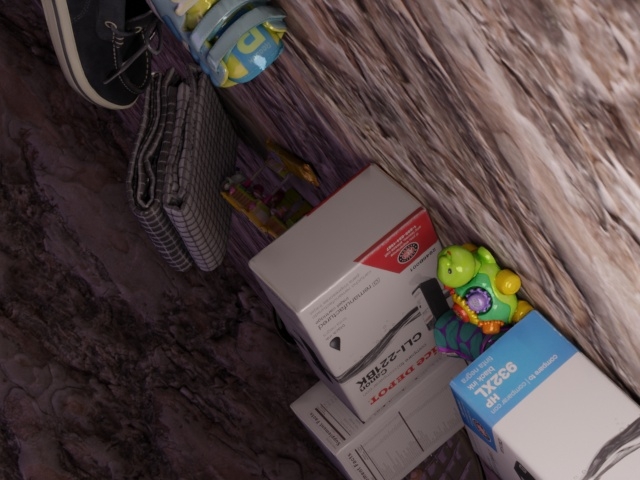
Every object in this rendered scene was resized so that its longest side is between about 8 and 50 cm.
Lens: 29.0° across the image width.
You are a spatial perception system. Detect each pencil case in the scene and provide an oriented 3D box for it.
[{"bbox_3d":[0.191,0.122,1.469,0.064,0.070,0.151,40,173,-16],"label":"pencil case"}]

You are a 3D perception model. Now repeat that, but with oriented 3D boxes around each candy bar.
[{"bbox_3d":[-0.045,-0.118,1.861,0.040,0.018,0.161,61,168,-30],"label":"candy bar"}]

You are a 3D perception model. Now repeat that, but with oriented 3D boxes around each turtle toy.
[{"bbox_3d":[0.167,0.049,1.318,0.095,0.066,0.130,40,165,52],"label":"turtle toy"}]

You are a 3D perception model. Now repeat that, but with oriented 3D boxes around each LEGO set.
[{"bbox_3d":[-0.046,-0.044,1.933,0.287,0.107,0.132,40,175,34],"label":"LEGO set"}]

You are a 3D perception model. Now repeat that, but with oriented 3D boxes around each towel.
[{"bbox_3d":[-0.227,-0.117,2.015,0.235,0.121,0.284,66,-157,-61],"label":"towel"}]

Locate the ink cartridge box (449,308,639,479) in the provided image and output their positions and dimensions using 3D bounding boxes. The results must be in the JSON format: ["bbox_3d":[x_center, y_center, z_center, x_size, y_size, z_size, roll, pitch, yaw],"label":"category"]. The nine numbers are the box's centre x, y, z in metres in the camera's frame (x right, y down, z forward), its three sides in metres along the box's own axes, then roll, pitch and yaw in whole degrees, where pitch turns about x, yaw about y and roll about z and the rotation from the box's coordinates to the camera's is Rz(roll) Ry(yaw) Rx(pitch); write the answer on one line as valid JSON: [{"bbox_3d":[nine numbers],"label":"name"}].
[{"bbox_3d":[0.293,0.252,1.294,0.307,0.129,0.223,46,169,30],"label":"ink cartridge box"}]

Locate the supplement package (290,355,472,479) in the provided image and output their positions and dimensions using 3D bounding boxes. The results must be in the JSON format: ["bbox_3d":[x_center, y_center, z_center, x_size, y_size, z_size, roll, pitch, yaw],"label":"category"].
[{"bbox_3d":[0.105,0.231,1.773,0.134,0.244,0.139,41,165,50],"label":"supplement package"}]

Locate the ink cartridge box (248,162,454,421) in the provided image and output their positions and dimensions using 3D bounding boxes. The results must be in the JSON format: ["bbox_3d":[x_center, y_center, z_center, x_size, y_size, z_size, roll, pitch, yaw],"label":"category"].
[{"bbox_3d":[0.058,0.071,1.522,0.114,0.197,0.273,44,169,38],"label":"ink cartridge box"}]

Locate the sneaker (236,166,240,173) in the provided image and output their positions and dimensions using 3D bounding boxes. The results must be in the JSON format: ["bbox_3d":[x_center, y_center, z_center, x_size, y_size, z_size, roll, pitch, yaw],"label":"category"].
[{"bbox_3d":[-0.194,-0.177,2.284,0.053,0.059,0.144,-55,-54,-67],"label":"sneaker"}]

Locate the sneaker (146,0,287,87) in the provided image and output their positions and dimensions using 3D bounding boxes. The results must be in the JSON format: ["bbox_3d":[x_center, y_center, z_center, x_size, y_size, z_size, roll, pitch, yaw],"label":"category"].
[{"bbox_3d":[-0.131,-0.283,1.317,0.208,0.127,0.319,49,-179,26],"label":"sneaker"}]

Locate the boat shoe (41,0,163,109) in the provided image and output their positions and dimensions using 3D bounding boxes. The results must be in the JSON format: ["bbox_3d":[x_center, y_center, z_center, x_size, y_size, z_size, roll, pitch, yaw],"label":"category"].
[{"bbox_3d":[-0.253,-0.318,1.544,0.500,0.156,0.187,90,-179,-64],"label":"boat shoe"}]

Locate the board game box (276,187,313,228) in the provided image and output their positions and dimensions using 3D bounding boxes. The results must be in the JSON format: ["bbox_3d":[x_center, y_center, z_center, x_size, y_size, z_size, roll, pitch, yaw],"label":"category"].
[{"bbox_3d":[0.000,0.000,2.025,0.181,0.043,0.092,45,170,36],"label":"board game box"}]

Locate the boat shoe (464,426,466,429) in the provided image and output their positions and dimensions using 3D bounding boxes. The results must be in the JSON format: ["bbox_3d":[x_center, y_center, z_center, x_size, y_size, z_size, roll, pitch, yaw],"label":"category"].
[{"bbox_3d":[0.263,0.306,1.874,0.178,0.060,0.064,47,170,25],"label":"boat shoe"}]

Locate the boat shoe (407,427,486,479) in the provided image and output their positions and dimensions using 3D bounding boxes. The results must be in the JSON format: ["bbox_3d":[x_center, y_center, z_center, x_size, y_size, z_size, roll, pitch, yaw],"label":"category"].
[{"bbox_3d":[0.174,0.267,1.991,0.355,0.132,0.130,61,-147,-2],"label":"boat shoe"}]

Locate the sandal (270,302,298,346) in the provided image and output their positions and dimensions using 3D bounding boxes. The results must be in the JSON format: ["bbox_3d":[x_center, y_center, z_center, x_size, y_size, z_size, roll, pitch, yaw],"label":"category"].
[{"bbox_3d":[-0.041,0.124,2.059,0.120,0.086,0.303,32,163,29],"label":"sandal"}]
